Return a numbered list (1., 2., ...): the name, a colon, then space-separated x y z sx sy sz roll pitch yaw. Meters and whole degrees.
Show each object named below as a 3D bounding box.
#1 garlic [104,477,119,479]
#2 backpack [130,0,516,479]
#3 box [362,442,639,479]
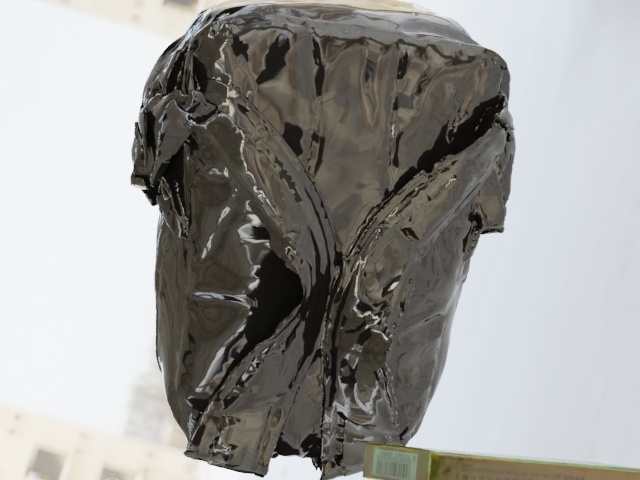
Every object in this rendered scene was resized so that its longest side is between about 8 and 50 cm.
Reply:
1. garlic: -0.127 0.310 1.636 0.143 0.318 0.112 -34 -44 -50
2. backpack: 0.000 0.000 1.510 0.255 0.363 0.446 -143 55 -69
3. box: 0.142 0.172 1.211 0.121 0.193 0.030 170 107 -70
